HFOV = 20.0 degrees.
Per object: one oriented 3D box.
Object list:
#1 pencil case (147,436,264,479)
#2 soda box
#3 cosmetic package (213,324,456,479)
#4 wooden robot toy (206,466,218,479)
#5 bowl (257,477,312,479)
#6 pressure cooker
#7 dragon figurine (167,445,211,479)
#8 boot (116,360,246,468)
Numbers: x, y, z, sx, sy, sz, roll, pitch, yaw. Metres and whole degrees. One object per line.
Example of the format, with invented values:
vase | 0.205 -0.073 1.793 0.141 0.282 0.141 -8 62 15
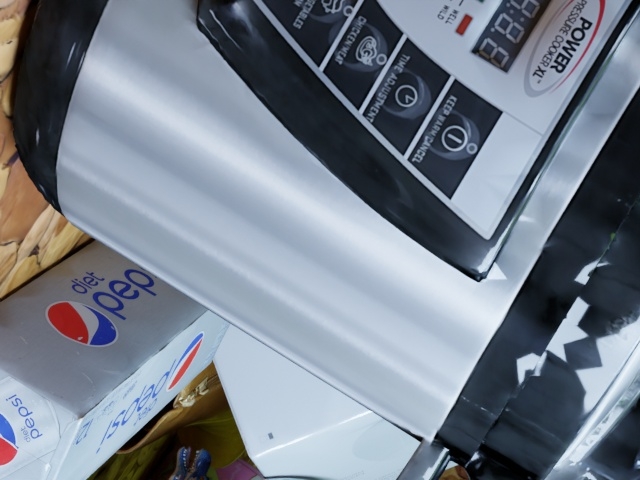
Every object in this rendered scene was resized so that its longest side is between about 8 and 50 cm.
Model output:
pencil case | -0.181 0.396 1.948 0.386 0.160 0.167 -57 164 -21
soda box | -0.148 0.073 1.187 0.091 0.098 0.286 -64 171 24
cosmetic package | 0.043 0.113 1.499 0.224 0.138 0.224 -22 154 -1
wooden robot toy | -0.160 0.280 1.709 0.173 0.079 0.076 -27 163 13
bowl | -0.053 0.356 1.435 0.311 0.163 0.311 -20 135 -22
pressure cooker | 0.099 -0.080 0.980 0.375 0.420 0.370 -50 169 -46
dragon figurine | -0.198 0.277 1.467 0.289 0.144 0.085 -59 172 2
boot | -0.126 0.138 1.620 0.211 0.104 0.295 -41 156 -49
